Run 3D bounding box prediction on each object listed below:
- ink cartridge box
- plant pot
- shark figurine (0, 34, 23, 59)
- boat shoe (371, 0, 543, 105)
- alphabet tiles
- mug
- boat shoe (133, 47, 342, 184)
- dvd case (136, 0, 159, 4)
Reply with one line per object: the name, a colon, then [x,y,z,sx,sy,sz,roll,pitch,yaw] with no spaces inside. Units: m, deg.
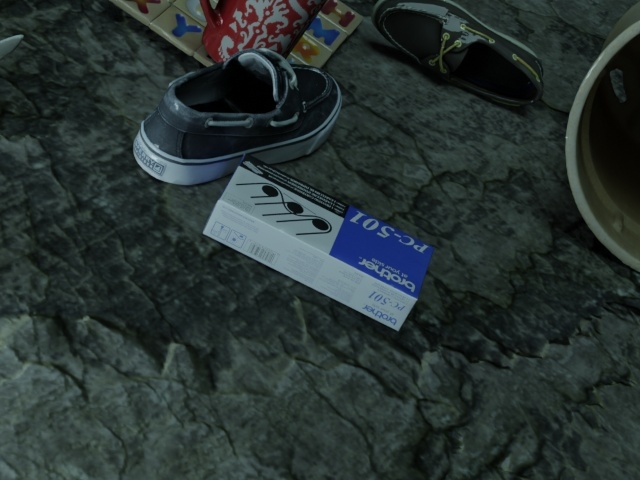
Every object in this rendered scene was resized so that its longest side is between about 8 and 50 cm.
ink cartridge box: [0.000,0.000,1.563,0.207,0.046,0.097,27,34,-2]
plant pot: [0.441,-0.155,1.890,0.334,0.334,0.305,25,22,-5]
shark figurine: [-0.416,-0.235,1.526,0.166,0.116,0.278,-17,51,-46]
boat shoe: [0.168,-0.229,1.971,0.228,0.081,0.068,21,29,-16]
alphabet tiles: [-0.103,-0.295,1.898,0.285,0.011,0.342,35,35,1]
mug: [-0.065,-0.269,1.742,0.150,0.169,0.113,26,37,-12]
boat shoe: [-0.066,-0.144,1.660,0.108,0.102,0.301,43,36,20]
dvd case: [-0.179,-0.322,1.905,0.221,0.018,0.164,-14,52,-47]
